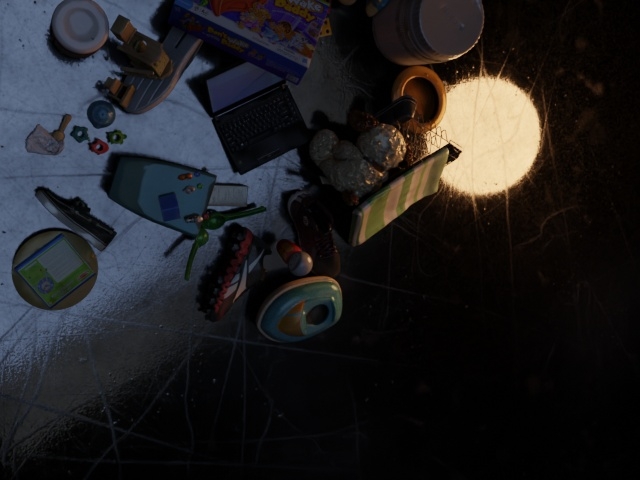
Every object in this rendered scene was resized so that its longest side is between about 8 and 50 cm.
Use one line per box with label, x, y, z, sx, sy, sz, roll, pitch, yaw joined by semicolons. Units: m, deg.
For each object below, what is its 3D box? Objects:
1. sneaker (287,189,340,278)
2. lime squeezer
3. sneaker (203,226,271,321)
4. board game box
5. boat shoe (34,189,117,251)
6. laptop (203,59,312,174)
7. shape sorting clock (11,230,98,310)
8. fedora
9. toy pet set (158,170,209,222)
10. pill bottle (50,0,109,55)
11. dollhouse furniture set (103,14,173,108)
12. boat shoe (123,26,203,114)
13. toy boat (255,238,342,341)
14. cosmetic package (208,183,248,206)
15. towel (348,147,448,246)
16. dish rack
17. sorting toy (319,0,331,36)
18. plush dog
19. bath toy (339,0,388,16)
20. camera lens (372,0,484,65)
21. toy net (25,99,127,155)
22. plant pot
sneaker;0.000;0.000;1.987;0.106;0.162;0.281;-30;110;-15
lime squeezer;-0.286;-0.013;1.891;0.110;0.059;0.310;38;57;11
sneaker;-0.222;0.108;1.950;0.135;0.097;0.276;25;89;-23
board game box;-0.170;-0.563;1.757;0.347;0.078;0.233;23;60;-13
boat shoe;-0.609;-0.064;1.772;0.070;0.078;0.219;-50;122;-6
laptop;-0.157;-0.342;1.867;0.234;0.136;0.264;-28;100;-15
shape sorting clock;-0.668;0.076;1.789;0.206;0.040;0.206;-4;100;-25
fedora;0.275;-0.409;2.069;0.194;0.079;0.194;-3;98;-21
toy pet set;-0.330;-0.096;1.708;0.114;0.065;0.122;-14;101;-13
pill bottle;-0.556;-0.483;1.628;0.121;0.221;0.121;-4;101;-21
dollhouse furniture set;-0.433;-0.395;1.636;0.101;0.182;0.161;28;86;4
boat shoe;-0.381;-0.433;1.778;0.109;0.094;0.302;39;86;5
toy boat;-0.059;0.152;1.972;0.267;0.148;0.318;-21;123;-19
cosmetic package;-0.258;-0.123;1.922;0.115;0.041;0.060;2;99;-23
towel;0.222;-0.118;2.036;0.325;0.248;0.038;-33;71;-13
dish rack;0.263;-0.283;2.035;0.271;0.208;0.074;26;54;-33
sorting toy;-0.081;-0.620;1.897;0.274;0.046;0.132;7;97;-24
plush dog;0.128;-0.226;1.938;0.262;0.211;0.225;32;114;-27
bath toy;0.039;-0.749;1.881;0.348;0.129;0.151;34;105;-24
camera lens;0.284;-0.592;1.929;0.219;0.274;0.219;-5;102;-22
toy net;-0.607;-0.256;1.752;0.232;0.045;0.122;-25;111;-15
plant pot;-0.410;-0.127;1.795;0.234;0.165;0.165;17;93;-22
